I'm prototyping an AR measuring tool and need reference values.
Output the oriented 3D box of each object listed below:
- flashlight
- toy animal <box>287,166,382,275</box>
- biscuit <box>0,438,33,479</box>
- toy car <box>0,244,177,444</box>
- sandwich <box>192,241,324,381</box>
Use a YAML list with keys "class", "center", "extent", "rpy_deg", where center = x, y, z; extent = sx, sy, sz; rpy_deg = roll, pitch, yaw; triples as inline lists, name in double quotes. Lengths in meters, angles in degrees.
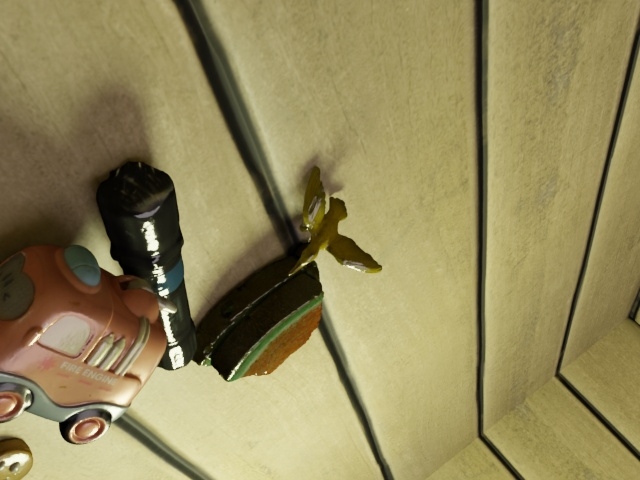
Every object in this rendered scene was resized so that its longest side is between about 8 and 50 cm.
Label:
- class: "flashlight"
  center: [-0.240, 0.059, 1.087]
  extent: [0.103, 0.103, 0.424]
  rpy_deg: [-27, 148, -22]
- class: "toy animal"
  center: [0.000, 0.000, 1.251]
  extent: [0.155, 0.095, 0.219]
  rpy_deg: [-42, 111, 1]
- class: "biscuit"
  center: [-0.581, 0.364, 1.131]
  extent: [0.197, 0.049, 0.301]
  rpy_deg: [-50, 149, 18]
- class: "toy car"
  center: [-0.325, 0.113, 0.943]
  extent: [0.212, 0.180, 0.270]
  rpy_deg: [-47, 136, 8]
- class: "sandwich"
  center: [-0.096, 0.156, 1.337]
  extent: [0.292, 0.109, 0.212]
  rpy_deg: [-32, 147, -16]
